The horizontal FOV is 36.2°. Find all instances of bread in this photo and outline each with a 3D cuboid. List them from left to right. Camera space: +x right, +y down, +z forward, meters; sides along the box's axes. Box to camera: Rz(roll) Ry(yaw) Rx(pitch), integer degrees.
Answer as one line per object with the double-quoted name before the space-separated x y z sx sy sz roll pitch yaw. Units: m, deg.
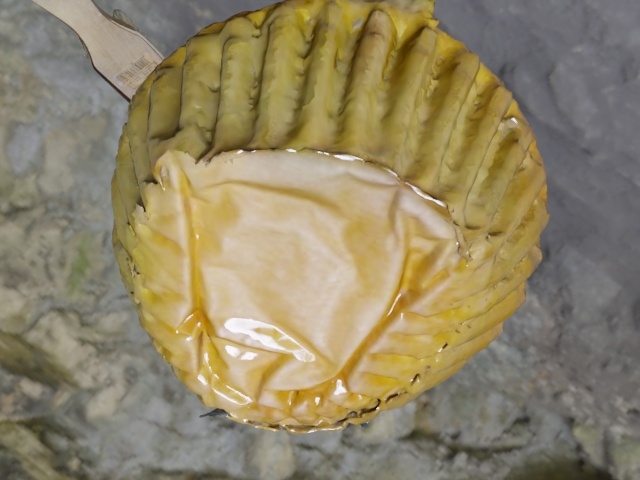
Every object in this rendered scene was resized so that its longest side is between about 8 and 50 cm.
"bread" 0.000 0.000 0.500 0.240 0.240 0.139 42 -148 -22

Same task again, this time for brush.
"brush" -0.233 -0.226 1.015 0.065 0.070 0.327 61 -174 21

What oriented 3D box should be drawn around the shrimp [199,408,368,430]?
"shrimp" -0.012 0.103 0.704 0.233 0.079 0.090 -27 110 40
